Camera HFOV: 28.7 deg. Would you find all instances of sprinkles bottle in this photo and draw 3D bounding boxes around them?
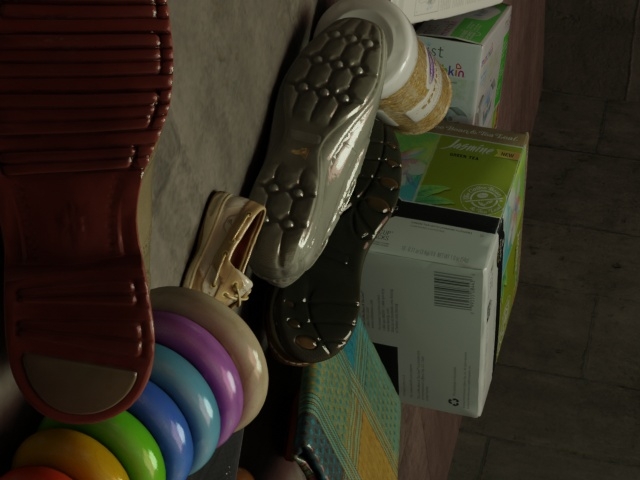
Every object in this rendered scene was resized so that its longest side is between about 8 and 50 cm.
[{"bbox_3d":[0.088,-0.218,1.608,0.355,0.121,0.121,13,88,-76],"label":"sprinkles bottle"}]

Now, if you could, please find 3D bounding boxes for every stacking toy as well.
[{"bbox_3d":[-0.169,0.169,0.916,0.330,0.141,0.141,-48,146,-52],"label":"stacking toy"}]

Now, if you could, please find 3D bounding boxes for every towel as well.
[{"bbox_3d":[0.036,0.227,1.550,0.370,0.040,0.271,-81,150,-58],"label":"towel"}]

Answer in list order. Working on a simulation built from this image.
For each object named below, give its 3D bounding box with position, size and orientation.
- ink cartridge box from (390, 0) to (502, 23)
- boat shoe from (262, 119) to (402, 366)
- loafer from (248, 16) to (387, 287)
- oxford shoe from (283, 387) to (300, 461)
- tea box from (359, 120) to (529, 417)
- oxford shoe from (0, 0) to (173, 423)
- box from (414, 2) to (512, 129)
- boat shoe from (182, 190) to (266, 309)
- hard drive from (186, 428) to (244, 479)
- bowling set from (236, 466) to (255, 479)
[{"bbox_3d":[0.185,-0.504,1.933,0.385,0.091,0.308,-25,126,-52],"label":"ink cartridge box"},{"bbox_3d":[0.000,0.000,1.473,0.120,0.122,0.324,-43,-156,61],"label":"boat shoe"},{"bbox_3d":[-0.006,-0.099,1.377,0.111,0.112,0.320,78,34,-67],"label":"loafer"},{"bbox_3d":[0.018,0.252,1.698,0.271,0.098,0.097,-2,102,-75],"label":"oxford shoe"},{"bbox_3d":[0.182,0.036,1.937,0.329,0.219,0.324,86,20,-44],"label":"tea box"},{"bbox_3d":[-0.166,-0.062,0.834,0.130,0.122,0.348,-128,-137,-74],"label":"oxford shoe"},{"bbox_3d":[0.225,-0.265,2.096,0.262,0.126,0.231,-51,150,-60],"label":"box"},{"bbox_3d":[-0.094,0.035,1.208,0.063,0.059,0.170,51,50,-71],"label":"boat shoe"},{"bbox_3d":[-0.128,0.237,1.223,0.172,0.054,0.255,1,99,-75],"label":"hard drive"},{"bbox_3d":[-0.035,0.341,1.353,0.154,0.287,0.200,28,42,-45],"label":"bowling set"}]
